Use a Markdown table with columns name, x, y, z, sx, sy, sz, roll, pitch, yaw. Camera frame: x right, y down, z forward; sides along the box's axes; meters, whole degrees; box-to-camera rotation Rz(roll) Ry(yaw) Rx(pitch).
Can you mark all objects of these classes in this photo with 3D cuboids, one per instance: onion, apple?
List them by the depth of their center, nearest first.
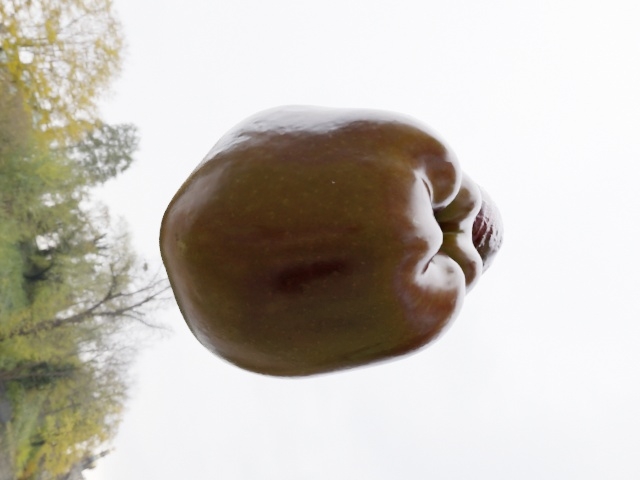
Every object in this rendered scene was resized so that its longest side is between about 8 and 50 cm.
| name | x | y | z | sx | sy | sz | roll | pitch | yaw |
| --- | --- | --- | --- | --- | --- | --- | --- | --- | --- |
| apple | 0.000 | 0.000 | 0.594 | 0.316 | 0.288 | 0.289 | -2 | -75 | 25 |
| onion | 0.164 | 0.016 | 0.805 | 0.218 | 0.139 | 0.195 | -64 | -170 | -8 |
